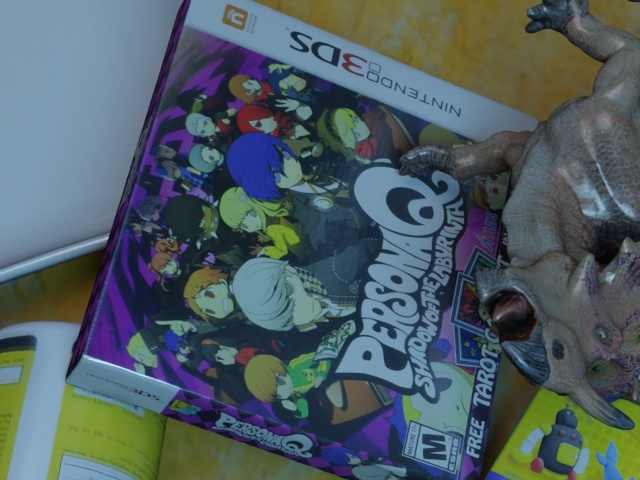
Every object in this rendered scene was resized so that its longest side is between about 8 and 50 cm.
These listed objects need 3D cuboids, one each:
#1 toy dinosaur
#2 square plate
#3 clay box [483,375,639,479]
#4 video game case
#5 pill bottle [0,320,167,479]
[{"bbox_3d":[0.172,-0.020,0.792,0.296,0.127,0.200,-21,63,-19],"label":"toy dinosaur"},{"bbox_3d":[-0.241,-0.097,0.993,0.347,0.049,0.344,-20,59,-3],"label":"square plate"},{"bbox_3d":[0.188,0.073,0.828,0.127,0.053,0.222,25,67,22],"label":"clay box"},{"bbox_3d":[0.000,0.000,0.851,0.210,0.042,0.232,21,60,-13],"label":"video game case"},{"bbox_3d":[-0.136,0.140,0.809,0.103,0.103,0.184,2,61,10],"label":"pill bottle"}]
